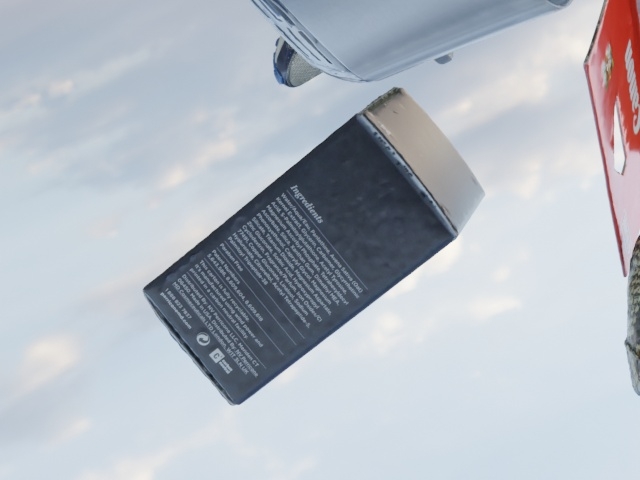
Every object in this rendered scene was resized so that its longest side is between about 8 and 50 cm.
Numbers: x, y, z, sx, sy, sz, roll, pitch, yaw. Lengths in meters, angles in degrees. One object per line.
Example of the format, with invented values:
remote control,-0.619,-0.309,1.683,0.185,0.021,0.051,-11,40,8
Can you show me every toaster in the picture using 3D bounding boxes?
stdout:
toaster,0.021,-0.183,0.756,0.146,0.227,0.129,-26,-148,34

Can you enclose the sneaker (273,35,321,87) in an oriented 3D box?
sneaker,0.025,-0.148,1.065,0.135,0.052,0.058,-42,-127,-17

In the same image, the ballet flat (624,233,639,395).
ballet flat,0.418,0.028,1.022,0.483,0.182,0.164,-4,-171,36

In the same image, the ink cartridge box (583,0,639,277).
ink cartridge box,0.255,-0.138,1.115,0.060,0.275,0.239,7,-119,21

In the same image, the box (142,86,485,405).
box,0.000,0.000,1.108,0.207,0.108,0.153,-38,-178,19
